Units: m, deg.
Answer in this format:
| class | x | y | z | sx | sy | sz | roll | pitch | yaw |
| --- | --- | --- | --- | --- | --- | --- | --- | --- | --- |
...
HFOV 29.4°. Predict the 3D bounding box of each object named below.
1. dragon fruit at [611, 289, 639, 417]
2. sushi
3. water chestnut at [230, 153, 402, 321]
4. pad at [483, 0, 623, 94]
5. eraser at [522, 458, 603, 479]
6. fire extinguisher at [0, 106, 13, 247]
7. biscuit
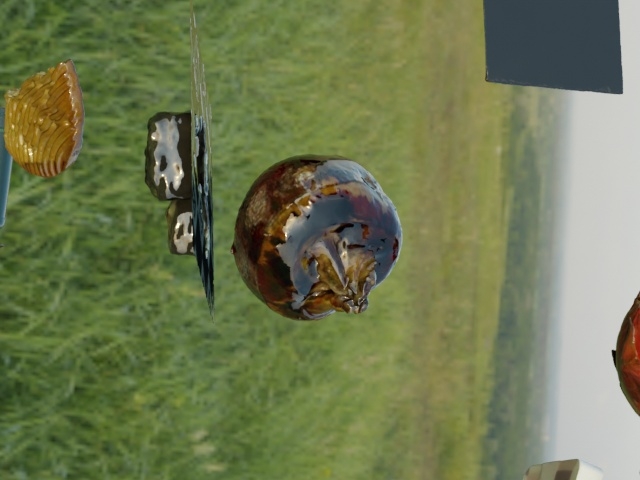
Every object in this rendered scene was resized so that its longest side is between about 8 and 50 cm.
| class | x | y | z | sx | sy | sz | roll | pitch | yaw |
| --- | --- | --- | --- | --- | --- | --- | --- | --- | --- |
| dragon fruit | 0.536 | 0.179 | 1.739 | 0.241 | 0.252 | 0.241 | -46 | -170 | 11 |
| sushi | -0.126 | -0.062 | 1.069 | 0.219 | 0.047 | 0.231 | 91 | -3 | -68 |
| water chestnut | 0.000 | 0.000 | 1.560 | 0.238 | 0.224 | 0.223 | -128 | -156 | -47 |
| pad | 0.250 | -0.311 | 1.320 | 0.005 | 0.202 | 0.299 | -8 | -97 | 57 |
| eraser | 0.205 | 0.226 | 1.061 | 0.105 | 0.026 | 0.065 | 139 | -29 | -67 |
| fire extinguisher | -0.618 | -0.096 | 2.242 | 0.093 | 0.118 | 0.294 | 19 | 75 | -64 |
| biscuit | -0.396 | -0.179 | 1.726 | 0.031 | 0.176 | 0.228 | -23 | 148 | -39 |
